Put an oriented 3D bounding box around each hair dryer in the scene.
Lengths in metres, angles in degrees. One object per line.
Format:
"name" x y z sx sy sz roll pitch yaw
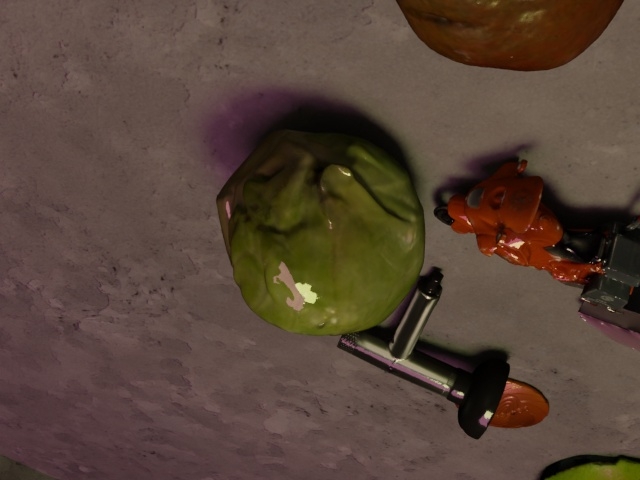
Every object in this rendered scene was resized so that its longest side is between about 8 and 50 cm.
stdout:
"hair dryer" 0.209 0.207 1.680 0.320 0.156 0.284 28 152 -3

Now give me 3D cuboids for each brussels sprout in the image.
"brussels sprout" 0.000 0.000 1.383 0.328 0.328 0.247 36 165 -25

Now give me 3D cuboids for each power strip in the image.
"power strip" 0.523 0.154 1.468 0.109 0.038 0.279 36 175 -24

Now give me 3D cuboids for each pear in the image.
"pear" 0.658 0.637 2.051 0.398 0.165 0.399 10 143 8

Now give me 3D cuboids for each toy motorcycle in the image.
"toy motorcycle" 0.336 -0.008 1.375 0.325 0.148 0.221 20 165 -3

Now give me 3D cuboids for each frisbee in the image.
"frisbee" 0.363 0.338 1.882 0.192 0.035 0.192 10 143 8

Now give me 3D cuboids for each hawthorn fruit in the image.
"hawthorn fruit" 0.196 -0.298 0.943 0.267 0.268 0.301 -3 147 23
